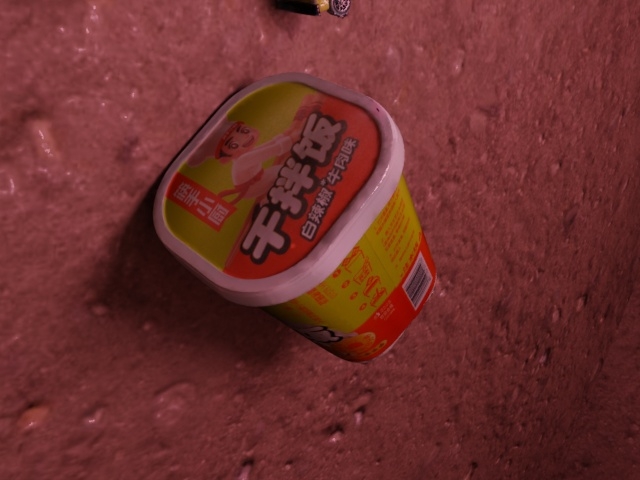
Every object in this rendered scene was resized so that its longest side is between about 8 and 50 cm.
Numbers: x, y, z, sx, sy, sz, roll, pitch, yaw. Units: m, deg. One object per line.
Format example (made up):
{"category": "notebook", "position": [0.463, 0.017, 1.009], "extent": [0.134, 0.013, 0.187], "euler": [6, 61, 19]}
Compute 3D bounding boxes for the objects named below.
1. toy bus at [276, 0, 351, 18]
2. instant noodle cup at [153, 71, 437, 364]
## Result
{"category": "toy bus", "position": [0.033, -0.336, 0.762], "extent": [0.175, 0.088, 0.101], "euler": [-30, 128, -27]}
{"category": "instant noodle cup", "position": [0.000, 0.000, 0.798], "extent": [0.294, 0.294, 0.308], "euler": [-51, 143, -10]}
